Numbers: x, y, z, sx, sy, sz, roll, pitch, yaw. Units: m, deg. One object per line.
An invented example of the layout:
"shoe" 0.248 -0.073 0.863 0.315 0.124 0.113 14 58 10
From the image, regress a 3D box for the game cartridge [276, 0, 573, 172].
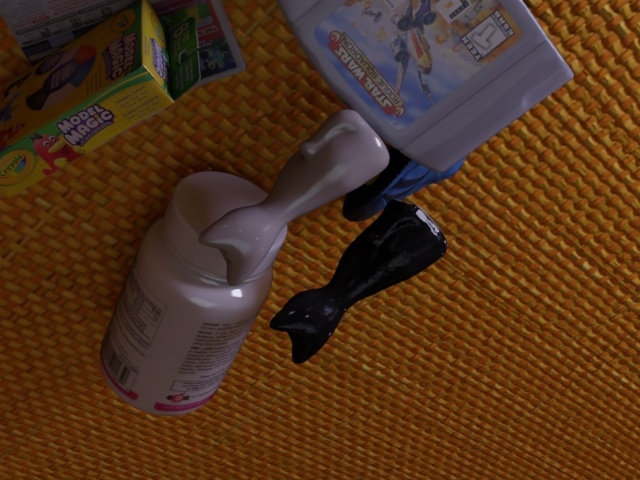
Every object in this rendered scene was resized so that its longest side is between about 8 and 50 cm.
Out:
"game cartridge" 0.091 -0.209 0.829 0.198 0.062 0.297 -39 117 13

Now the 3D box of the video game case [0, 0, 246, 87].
"video game case" -0.197 -0.216 0.832 0.201 0.023 0.183 -17 133 4

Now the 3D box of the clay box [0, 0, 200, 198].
"clay box" -0.218 -0.142 0.791 0.222 0.127 0.053 -28 132 14

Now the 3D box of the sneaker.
"sneaker" 0.115 -0.081 0.984 0.082 0.069 0.209 32 120 -30

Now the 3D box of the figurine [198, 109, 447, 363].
"figurine" 0.000 0.000 0.880 0.209 0.092 0.215 -42 122 -8

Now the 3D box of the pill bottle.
"pill bottle" -0.153 0.066 1.009 0.160 0.160 0.283 13 129 -22
